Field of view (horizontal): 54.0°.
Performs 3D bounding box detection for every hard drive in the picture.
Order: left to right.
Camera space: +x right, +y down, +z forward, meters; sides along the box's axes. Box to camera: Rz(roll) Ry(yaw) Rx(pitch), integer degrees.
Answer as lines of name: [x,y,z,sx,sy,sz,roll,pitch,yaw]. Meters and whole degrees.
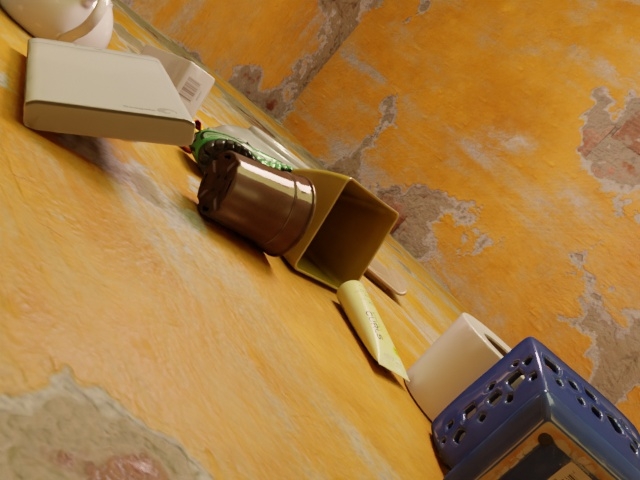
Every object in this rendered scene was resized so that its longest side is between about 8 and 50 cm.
hard drive: [-0.356,-0.252,1.032,0.233,0.047,0.353,3,29,-26]

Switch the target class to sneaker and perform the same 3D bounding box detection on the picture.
sneaker: [-0.302,-0.259,1.493,0.064,0.067,0.175,33,11,-28]
sneaker: [-0.154,-0.165,1.462,0.343,0.134,0.146,31,13,-44]

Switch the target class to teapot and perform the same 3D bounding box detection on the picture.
teapot: [-0.539,-0.516,1.349,0.256,0.187,0.252,42,10,-3]

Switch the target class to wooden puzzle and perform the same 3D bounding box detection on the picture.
wooden puzzle: [0.139,0.068,1.868,0.239,0.044,0.221,35,11,-11]

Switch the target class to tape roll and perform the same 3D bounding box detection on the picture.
tape roll: [0.301,0.279,1.177,0.246,0.169,0.246,40,9,-8]

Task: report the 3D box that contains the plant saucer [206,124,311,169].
plant saucer: [-0.138,-0.226,1.793,0.400,0.100,0.400,36,6,-5]

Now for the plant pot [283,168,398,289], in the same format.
plant pot: [0.002,-0.038,1.363,0.187,0.212,0.212,32,1,41]

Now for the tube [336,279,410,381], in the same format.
tube: [0.098,0.170,1.207,0.070,0.062,0.240,-6,35,-16]

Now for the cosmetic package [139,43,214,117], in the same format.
cosmetic package: [-0.364,-0.381,1.499,0.231,0.117,0.085,33,1,43]

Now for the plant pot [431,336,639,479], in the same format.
plant pot: [0.321,0.319,0.919,0.236,0.236,0.212,42,15,1]

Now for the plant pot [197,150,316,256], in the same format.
plant pot: [-0.123,-0.073,1.145,0.165,0.167,0.167,24,18,-37]
